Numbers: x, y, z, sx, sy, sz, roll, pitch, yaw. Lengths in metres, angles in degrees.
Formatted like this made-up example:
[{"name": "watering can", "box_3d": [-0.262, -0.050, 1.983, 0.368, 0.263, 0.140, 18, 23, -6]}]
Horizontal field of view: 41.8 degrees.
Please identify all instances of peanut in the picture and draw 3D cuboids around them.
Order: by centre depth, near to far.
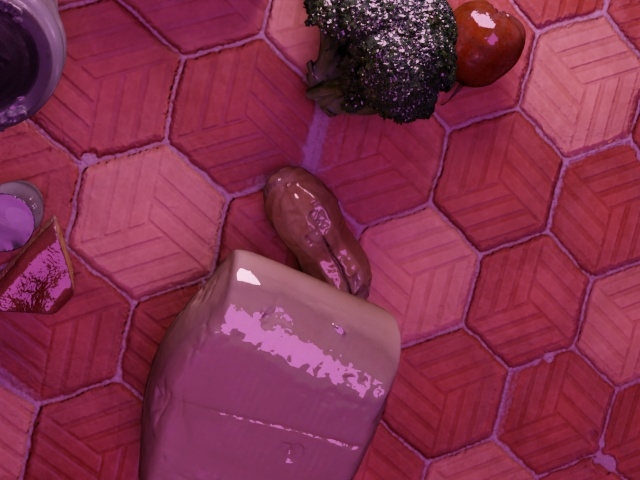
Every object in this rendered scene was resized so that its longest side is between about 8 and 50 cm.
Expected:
[{"name": "peanut", "box_3d": [0.000, 0.000, 1.487, 0.130, 0.130, 0.290, -33, 109, -7]}]

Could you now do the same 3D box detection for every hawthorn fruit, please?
[{"name": "hawthorn fruit", "box_3d": [0.290, -0.332, 1.491, 0.149, 0.149, 0.189, -3, 103, -14]}]

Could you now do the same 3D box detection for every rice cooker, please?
[{"name": "rice cooker", "box_3d": [-0.509, -0.312, 1.216, 0.264, 0.317, 0.316, -8, 102, -20]}]

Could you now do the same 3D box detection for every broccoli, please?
[{"name": "broccoli", "box_3d": [0.087, -0.323, 1.393, 0.275, 0.308, 0.307, -26, 110, 31]}]

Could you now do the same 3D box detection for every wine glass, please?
[{"name": "wine glass", "box_3d": [-0.483, -0.045, 1.314, 0.093, 0.202, 0.092, -3, 104, -12]}]

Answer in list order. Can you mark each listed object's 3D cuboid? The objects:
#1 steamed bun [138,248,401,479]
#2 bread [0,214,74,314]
[{"name": "steamed bun", "box_3d": [-0.104, 0.248, 1.420, 0.371, 0.290, 0.455, 24, 109, -11]}, {"name": "bread", "box_3d": [-0.474, 0.067, 1.407, 0.119, 0.067, 0.192, 45, 86, -9]}]
